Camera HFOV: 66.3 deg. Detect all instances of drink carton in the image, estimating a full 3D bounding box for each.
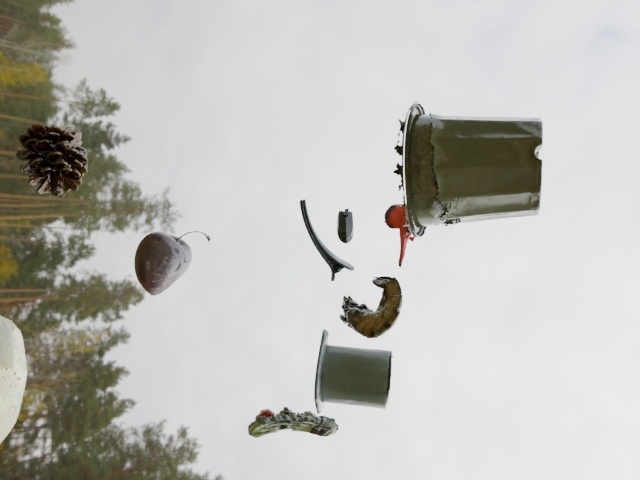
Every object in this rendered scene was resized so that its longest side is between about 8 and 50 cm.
[{"bbox_3d":[0.087,0.362,1.289,0.185,0.190,0.190,91,8,-47],"label":"drink carton"}]

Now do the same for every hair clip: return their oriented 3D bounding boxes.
[{"bbox_3d":[0.000,0.000,1.474,0.083,0.275,0.048,-29,-159,12],"label":"hair clip"},{"bbox_3d":[-0.098,0.650,1.770,0.138,0.322,0.091,121,-30,-43],"label":"hair clip"}]

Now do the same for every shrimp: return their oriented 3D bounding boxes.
[{"bbox_3d":[0.178,0.220,1.734,0.233,0.071,0.365,-60,-158,-3],"label":"shrimp"}]

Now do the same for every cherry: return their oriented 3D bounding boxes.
[{"bbox_3d":[-0.340,0.051,1.112,0.116,0.188,0.147,-5,-100,13],"label":"cherry"}]

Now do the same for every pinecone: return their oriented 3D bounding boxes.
[{"bbox_3d":[-0.774,-0.225,1.430,0.168,0.186,0.212,119,-50,-82],"label":"pinecone"}]

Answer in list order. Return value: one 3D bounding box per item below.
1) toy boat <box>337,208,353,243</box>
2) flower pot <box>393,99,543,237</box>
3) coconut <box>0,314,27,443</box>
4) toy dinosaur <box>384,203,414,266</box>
[{"bbox_3d":[0.084,-0.042,1.646,0.141,0.055,0.060,-88,-179,-45],"label":"toy boat"},{"bbox_3d":[0.303,-0.141,0.983,0.259,0.290,0.289,3,-91,22],"label":"flower pot"},{"bbox_3d":[-0.768,0.277,0.961,0.346,0.347,0.360,49,-57,43],"label":"coconut"},{"bbox_3d":[0.281,-0.051,1.736,0.286,0.139,0.070,-60,168,-24],"label":"toy dinosaur"}]
